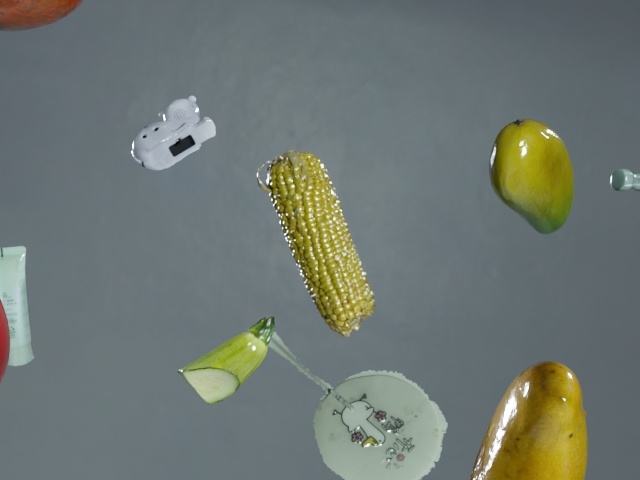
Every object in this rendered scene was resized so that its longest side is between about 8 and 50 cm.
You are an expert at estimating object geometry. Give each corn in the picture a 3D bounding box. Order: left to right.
[{"bbox_3d":[0.000,0.000,1.822,0.106,0.293,0.106,-22,-13,-5],"label":"corn"}]

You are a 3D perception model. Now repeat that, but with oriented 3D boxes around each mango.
[{"bbox_3d":[0.263,0.270,1.509,0.120,0.295,0.177,16,29,-7],"label":"mango"},{"bbox_3d":[0.330,-0.100,1.874,0.091,0.137,0.237,21,-7,34],"label":"mango"}]

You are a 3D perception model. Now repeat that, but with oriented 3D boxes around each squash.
[{"bbox_3d":[-0.145,0.200,2.042,0.090,0.200,0.075,49,19,-8],"label":"squash"}]

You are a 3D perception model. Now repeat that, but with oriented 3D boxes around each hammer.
[{"bbox_3d":[0.585,-0.091,1.917,0.159,0.041,0.226,2,0,-27],"label":"hammer"}]

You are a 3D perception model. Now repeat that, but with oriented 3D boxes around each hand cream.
[{"bbox_3d":[-0.516,0.108,2.041,0.078,0.205,0.050,-4,18,0],"label":"hand cream"}]

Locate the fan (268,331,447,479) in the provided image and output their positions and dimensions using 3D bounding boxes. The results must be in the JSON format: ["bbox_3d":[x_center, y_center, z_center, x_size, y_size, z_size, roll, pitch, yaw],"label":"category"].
[{"bbox_3d":[0.038,0.288,2.220,0.415,0.233,0.012,36,-28,21],"label":"fan"}]

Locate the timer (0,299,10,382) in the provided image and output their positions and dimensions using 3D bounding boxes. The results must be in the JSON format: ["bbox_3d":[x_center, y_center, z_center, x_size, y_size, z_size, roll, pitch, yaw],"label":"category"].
[{"bbox_3d":[-0.641,0.123,1.828,0.378,0.279,0.378,48,8,-8],"label":"timer"}]

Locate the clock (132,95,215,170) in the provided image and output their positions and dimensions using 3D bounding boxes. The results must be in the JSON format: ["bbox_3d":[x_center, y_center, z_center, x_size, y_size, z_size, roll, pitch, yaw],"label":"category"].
[{"bbox_3d":[-0.315,-0.224,2.525,0.117,0.176,0.080,53,-7,39],"label":"clock"}]

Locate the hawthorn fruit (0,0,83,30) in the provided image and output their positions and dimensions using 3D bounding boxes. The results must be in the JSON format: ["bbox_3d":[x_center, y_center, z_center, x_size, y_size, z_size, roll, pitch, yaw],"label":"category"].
[{"bbox_3d":[-0.503,-0.446,1.936,0.276,0.276,0.307,6,-29,-46],"label":"hawthorn fruit"}]
